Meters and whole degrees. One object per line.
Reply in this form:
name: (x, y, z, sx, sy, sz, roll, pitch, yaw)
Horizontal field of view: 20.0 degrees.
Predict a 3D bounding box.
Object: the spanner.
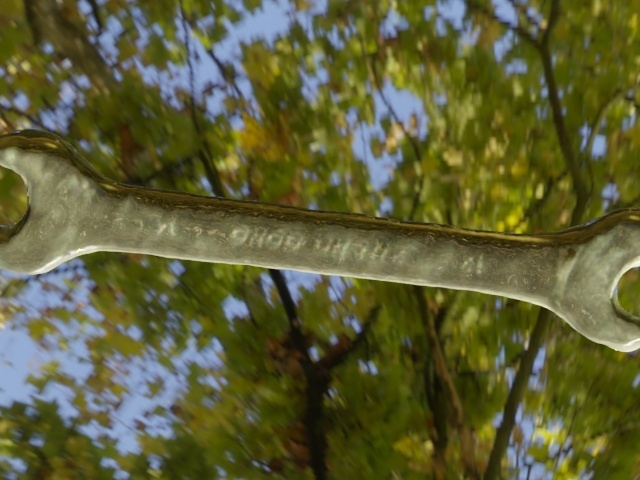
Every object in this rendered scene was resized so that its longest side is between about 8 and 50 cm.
spanner: (0.000, 0.000, 0.628, 0.254, 0.015, 0.054, 7, -77, 7)
